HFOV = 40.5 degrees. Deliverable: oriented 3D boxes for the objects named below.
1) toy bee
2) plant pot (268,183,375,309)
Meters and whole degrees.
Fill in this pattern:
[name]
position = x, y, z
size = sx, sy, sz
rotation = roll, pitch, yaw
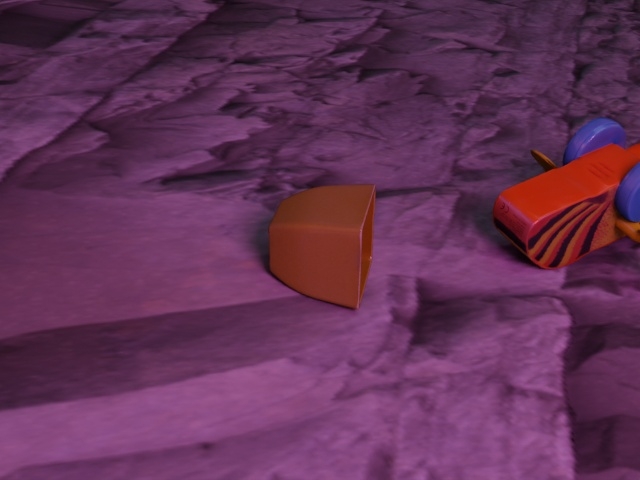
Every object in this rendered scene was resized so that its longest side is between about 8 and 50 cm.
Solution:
[toy bee]
position = 0.317, -0.039, 0.883
size = 0.299, 0.162, 0.195
rotation = -15, 46, 2
[plant pot]
position = 0.000, 0.000, 0.748
size = 0.083, 0.081, 0.081
rotation = 7, 33, 9
